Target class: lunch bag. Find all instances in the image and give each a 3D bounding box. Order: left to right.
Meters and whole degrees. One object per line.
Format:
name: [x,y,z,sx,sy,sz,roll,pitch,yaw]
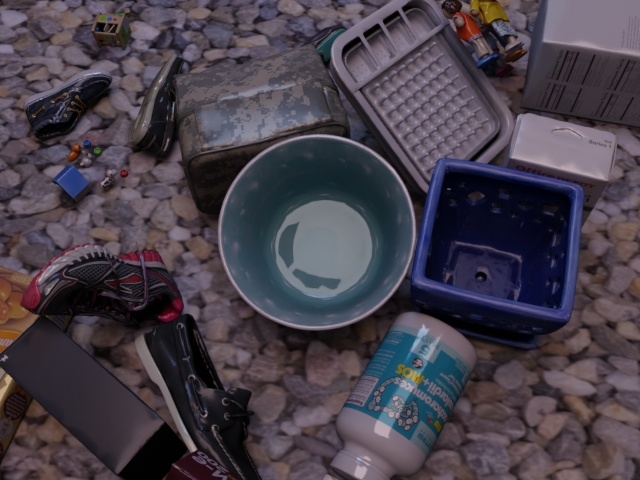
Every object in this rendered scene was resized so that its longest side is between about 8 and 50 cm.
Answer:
lunch bag: [-0.108,-0.216,1.342,0.305,0.212,0.256,-14,62,-7]

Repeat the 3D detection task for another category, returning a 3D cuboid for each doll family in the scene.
doll family: [0.316,-0.409,1.390,0.118,0.263,0.163,-33,82,22]

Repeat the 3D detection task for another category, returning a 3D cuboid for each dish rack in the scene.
dish rack: [0.176,-0.254,1.344,0.285,0.072,0.333,-41,97,-32]

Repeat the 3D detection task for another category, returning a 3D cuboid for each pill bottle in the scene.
pill bottle: [0.119,0.250,1.138,0.146,0.146,0.264,27,69,15]

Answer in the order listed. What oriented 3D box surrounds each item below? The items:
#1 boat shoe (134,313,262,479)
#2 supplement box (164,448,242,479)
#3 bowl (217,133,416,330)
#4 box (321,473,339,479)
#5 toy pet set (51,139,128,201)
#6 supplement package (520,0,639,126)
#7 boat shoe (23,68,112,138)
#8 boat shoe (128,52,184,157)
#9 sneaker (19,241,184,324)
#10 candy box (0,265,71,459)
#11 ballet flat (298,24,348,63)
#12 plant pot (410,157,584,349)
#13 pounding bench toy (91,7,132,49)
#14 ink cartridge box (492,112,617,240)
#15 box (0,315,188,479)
boat shoe: [-0.163,0.252,1.163,0.113,0.127,0.340,-37,58,-2]
supplement box: [-0.184,0.428,1.040,0.130,0.073,0.239,31,104,16]
bowl: [0.000,0.000,1.238,0.312,0.163,0.311,-1,78,5]
box: [-0.057,0.488,1.074,0.063,0.067,0.324,31,70,18]
toy pet set: [-0.444,-0.137,1.402,0.122,0.065,0.114,35,70,19]
supplement package: [0.530,-0.358,1.388,0.263,0.198,0.199,11,66,8]
boat shoe: [-0.484,-0.264,1.471,0.183,0.065,0.083,-26,66,-2]
boat shoe: [-0.304,-0.265,1.465,0.079,0.084,0.233,28,54,-26]
sneaker: [-0.326,0.078,1.176,0.121,0.299,0.112,-47,69,23]
candy box: [-0.556,0.201,1.227,0.183,0.087,0.316,15,65,12]
ballet flat: [-0.030,-0.360,1.497,0.203,0.074,0.074,-40,68,-9]
plant pot: [0.271,0.035,1.200,0.236,0.212,0.236,12,65,9]
pounding bench toy: [-0.432,-0.448,1.561,0.065,0.052,0.083,8,64,7]
ink cartridge box: [0.379,-0.098,1.256,0.160,0.219,0.092,15,65,10]
box: [-0.341,0.251,1.139,0.261,0.184,0.103,36,72,18]
